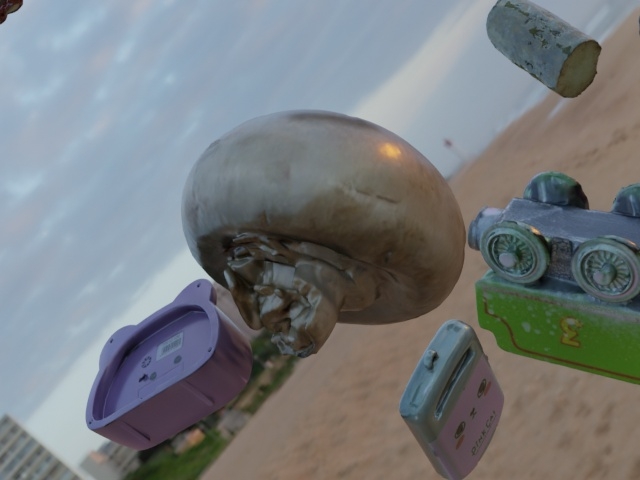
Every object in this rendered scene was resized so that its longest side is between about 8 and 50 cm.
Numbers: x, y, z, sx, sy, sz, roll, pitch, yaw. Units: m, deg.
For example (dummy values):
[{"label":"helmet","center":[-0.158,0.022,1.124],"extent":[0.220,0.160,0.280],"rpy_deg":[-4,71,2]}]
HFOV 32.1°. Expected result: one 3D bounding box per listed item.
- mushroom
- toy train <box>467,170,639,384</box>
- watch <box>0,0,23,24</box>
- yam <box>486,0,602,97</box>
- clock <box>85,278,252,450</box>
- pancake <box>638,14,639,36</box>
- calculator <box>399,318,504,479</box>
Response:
[{"label":"mushroom","center":[0.000,0.000,0.863],"extent":[0.226,0.226,0.178],"rpy_deg":[125,162,-55]},{"label":"toy train","center":[0.358,0.050,1.520],"extent":[0.173,0.307,0.249],"rpy_deg":[-45,-44,-43]},{"label":"watch","center":[-0.418,-0.265,1.136],"extent":[0.268,0.102,0.165],"rpy_deg":[-25,-36,-61]},{"label":"yam","center":[0.369,-0.330,1.861],"extent":[0.107,0.194,0.107],"rpy_deg":[-25,-42,-25]},{"label":"clock","center":[-0.127,0.107,0.947],"extent":[0.152,0.050,0.110],"rpy_deg":[-32,37,23]},{"label":"pancake","center":[0.593,-0.318,1.785],"extent":[0.020,0.190,0.184],"rpy_deg":[-43,-32,-19]},{"label":"calculator","center":[0.161,0.196,1.342],"extent":[0.141,0.045,0.246],"rpy_deg":[-57,-35,-21]}]
